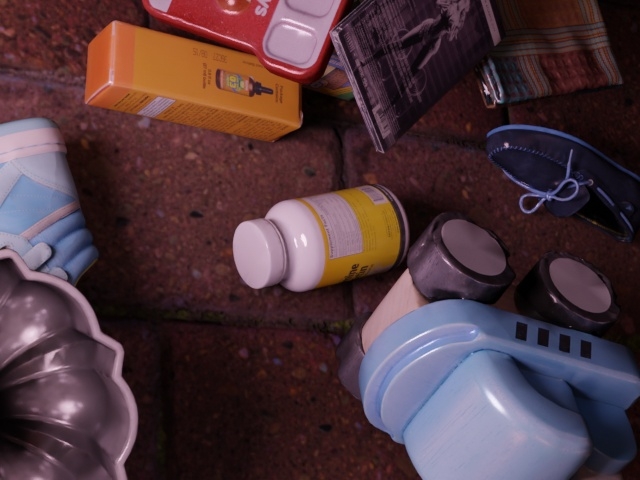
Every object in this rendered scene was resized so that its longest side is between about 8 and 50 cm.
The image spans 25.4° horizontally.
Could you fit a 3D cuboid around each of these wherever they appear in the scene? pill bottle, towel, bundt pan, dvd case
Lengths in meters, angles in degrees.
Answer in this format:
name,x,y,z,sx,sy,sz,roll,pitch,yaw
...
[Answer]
name,x,y,z,sx,sy,sz,roll,pitch,yaw
pill bottle,0.000,0.000,1.563,0.184,0.103,0.103,-12,81,-34
towel,0.235,-0.349,1.735,0.271,0.040,0.370,-14,82,-42
bundt pan,-0.330,0.155,1.244,0.331,0.124,0.330,-2,97,-14
dvd case,0.110,-0.225,1.540,0.221,0.018,0.164,-44,132,-23

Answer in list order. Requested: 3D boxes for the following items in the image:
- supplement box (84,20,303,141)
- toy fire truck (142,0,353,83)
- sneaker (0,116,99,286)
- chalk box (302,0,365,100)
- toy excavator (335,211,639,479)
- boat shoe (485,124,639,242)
name,x,y,z,sx,sy,sz,roll,pitch,yaw
supplement box,-0.135,-0.170,1.552,0.233,0.080,0.078,10,70,-27
toy fire truck,-0.057,-0.339,1.512,0.254,0.169,0.302,22,84,11
sneaker,-0.345,0.019,1.330,0.319,0.127,0.208,-23,86,-34
chalk box,0.039,-0.266,1.607,0.132,0.213,0.132,14,69,-29
toy excavator,0.254,0.239,1.467,0.433,0.222,0.445,17,40,-24
boat shoe,0.319,-0.070,1.785,0.258,0.109,0.089,19,68,-23
